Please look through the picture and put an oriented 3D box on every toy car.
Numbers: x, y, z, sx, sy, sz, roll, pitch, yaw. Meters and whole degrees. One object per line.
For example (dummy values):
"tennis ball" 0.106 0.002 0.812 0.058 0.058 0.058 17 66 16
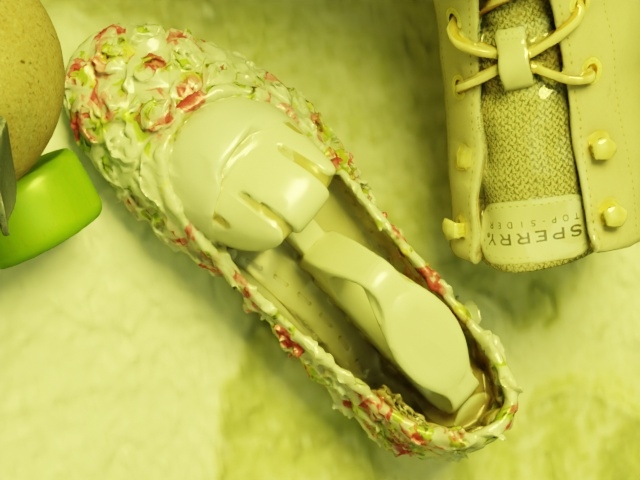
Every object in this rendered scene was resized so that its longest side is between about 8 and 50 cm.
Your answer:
"toy car" -0.143 -0.045 0.499 0.149 0.188 0.155 -32 104 -18

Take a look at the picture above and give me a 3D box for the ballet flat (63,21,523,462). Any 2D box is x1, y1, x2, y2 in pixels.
"ballet flat" 0.000 0.000 0.621 0.241 0.077 0.091 43 77 -18

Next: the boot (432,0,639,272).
"boot" 0.073 -0.087 0.578 0.095 0.262 0.203 0 97 18
